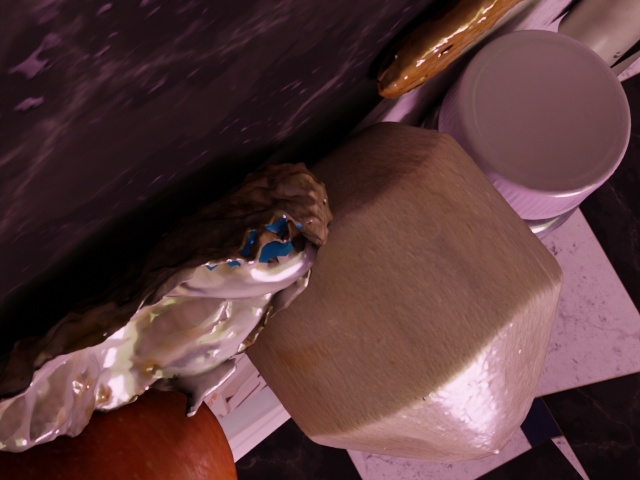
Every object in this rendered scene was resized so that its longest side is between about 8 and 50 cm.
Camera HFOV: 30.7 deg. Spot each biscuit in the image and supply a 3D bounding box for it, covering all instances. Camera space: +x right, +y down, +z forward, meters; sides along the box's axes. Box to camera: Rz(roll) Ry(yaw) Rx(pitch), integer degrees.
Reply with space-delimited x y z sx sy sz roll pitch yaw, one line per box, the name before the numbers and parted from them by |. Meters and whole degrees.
biscuit | 0.134 -0.173 0.751 0.247 0.029 0.118 -40 175 10

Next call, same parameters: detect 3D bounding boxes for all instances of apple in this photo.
apple | -0.187 0.214 0.886 0.272 0.206 0.251 -41 178 6

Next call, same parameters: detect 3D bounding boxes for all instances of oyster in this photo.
oyster | -0.102 0.045 0.718 0.214 0.083 0.223 -48 161 24

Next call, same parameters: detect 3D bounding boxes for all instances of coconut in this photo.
coconut | 0.063 0.054 0.902 0.237 0.266 0.237 -41 -177 3

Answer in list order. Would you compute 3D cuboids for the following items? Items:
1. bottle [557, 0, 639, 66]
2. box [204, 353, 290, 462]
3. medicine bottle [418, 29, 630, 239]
bottle | 0.302 -0.238 1.101 0.072 0.072 0.201 -36 174 -26
box | -0.071 0.122 1.209 0.079 0.135 0.269 11 -146 42
medicine bottle | 0.165 -0.073 1.080 0.165 0.165 0.273 -37 173 -17
